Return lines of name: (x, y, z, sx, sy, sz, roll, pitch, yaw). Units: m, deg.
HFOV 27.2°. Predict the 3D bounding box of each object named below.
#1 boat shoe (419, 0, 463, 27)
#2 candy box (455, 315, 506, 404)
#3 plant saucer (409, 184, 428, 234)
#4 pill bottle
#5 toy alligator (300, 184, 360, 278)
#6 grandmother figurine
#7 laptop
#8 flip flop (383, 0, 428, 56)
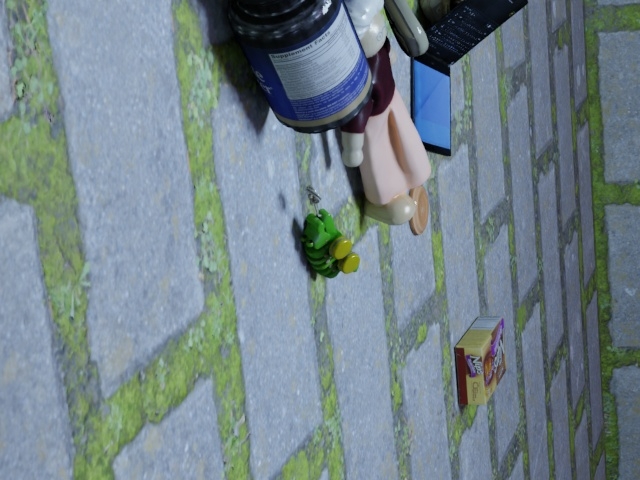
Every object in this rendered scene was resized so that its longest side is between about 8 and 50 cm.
boat shoe: (0.209, -0.369, 2.151, 0.170, 0.059, 0.063, 32, 60, -66)
candy box: (0.290, 0.213, 2.375, 0.187, 0.053, 0.109, -34, 121, -65)
plant saucer: (0.154, -0.050, 2.065, 0.083, 0.013, 0.083, -1, 90, -70)
pill bottle: (-0.027, -0.225, 1.413, 0.219, 0.123, 0.122, 63, 33, -50)
toy alligator: (0.000, 0.000, 1.595, 0.051, 0.056, 0.189, -42, 146, -7)
grandmother figurine: (0.070, -0.189, 1.719, 0.342, 0.104, 0.207, 72, 18, -46)
laptop: (0.243, -0.276, 2.130, 0.136, 0.264, 0.234, 55, 16, 12)
flip flop: (0.092, -0.371, 1.711, 0.112, 0.080, 0.277, 40, 28, -75)
